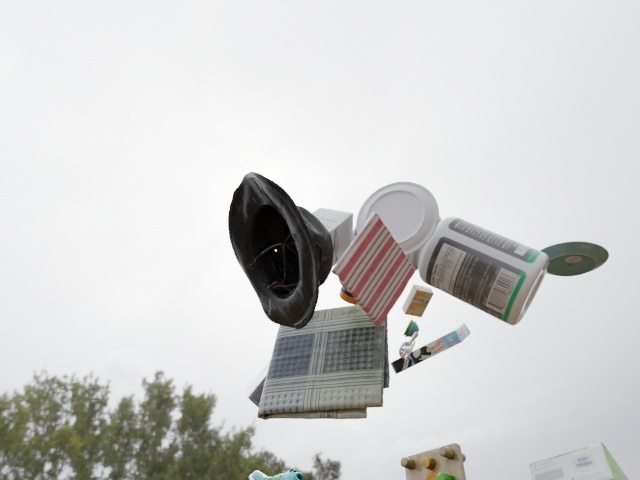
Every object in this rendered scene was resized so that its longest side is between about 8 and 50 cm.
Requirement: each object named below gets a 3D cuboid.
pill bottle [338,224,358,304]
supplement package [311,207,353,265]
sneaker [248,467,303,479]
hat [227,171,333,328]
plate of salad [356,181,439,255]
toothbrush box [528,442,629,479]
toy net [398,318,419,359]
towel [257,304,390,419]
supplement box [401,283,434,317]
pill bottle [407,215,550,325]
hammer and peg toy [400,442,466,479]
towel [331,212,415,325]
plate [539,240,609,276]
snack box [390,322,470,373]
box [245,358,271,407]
[{"bbox_3d":[0.134,0.080,1.540,0.131,0.130,0.245,7,-68,-25],"label":"pill bottle"},{"bbox_3d":[0.000,0.000,1.217,0.105,0.179,0.105,12,-60,27],"label":"supplement package"},{"bbox_3d":[-0.097,0.715,1.405,0.276,0.110,0.107,-4,-49,43],"label":"sneaker"},{"bbox_3d":[-0.058,0.008,1.002,0.134,0.331,0.331,-17,-28,-33],"label":"hat"},{"bbox_3d":[0.180,-0.047,1.142,0.200,0.199,0.048,-23,-32,15],"label":"plate of salad"},{"bbox_3d":[0.720,0.698,1.278,0.206,0.122,0.283,-33,-78,26],"label":"toothbrush box"},{"bbox_3d":[0.296,0.360,1.692,0.122,0.045,0.232,-63,-11,17],"label":"toy net"},{"bbox_3d":[0.020,0.303,1.236,0.325,0.312,0.056,-11,-51,20],"label":"towel"},{"bbox_3d":[0.308,0.192,1.543,0.062,0.036,0.098,13,-65,-15],"label":"supplement box"},{"bbox_3d":[0.391,0.057,1.299,0.204,0.361,0.204,-38,-37,-36],"label":"pill bottle"},{"bbox_3d":[0.410,0.932,1.730,0.127,0.361,0.266,31,-48,-30],"label":"hammer and peg toy"},{"bbox_3d":[0.105,0.060,0.943,0.029,0.144,0.197,15,-28,47],"label":"towel"},{"bbox_3d":[0.669,0.059,1.310,0.188,0.024,0.188,6,-30,4],"label":"plate"},{"bbox_3d":[0.470,0.459,2.077,0.322,0.060,0.187,-35,-14,25],"label":"snack box"},{"bbox_3d":[-0.152,0.425,1.437,0.126,0.072,0.137,-48,4,-13],"label":"box"}]
